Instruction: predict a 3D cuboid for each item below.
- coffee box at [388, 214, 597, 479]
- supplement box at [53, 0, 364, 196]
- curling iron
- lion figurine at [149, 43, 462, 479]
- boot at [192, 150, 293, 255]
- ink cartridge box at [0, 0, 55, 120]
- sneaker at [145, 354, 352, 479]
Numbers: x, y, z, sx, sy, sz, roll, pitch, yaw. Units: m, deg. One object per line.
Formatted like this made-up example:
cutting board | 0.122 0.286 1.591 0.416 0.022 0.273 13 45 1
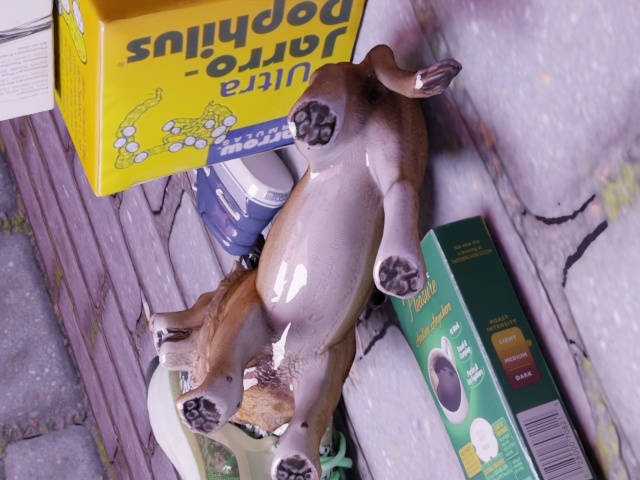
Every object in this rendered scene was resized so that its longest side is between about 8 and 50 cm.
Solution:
coffee box | 0.105 0.087 0.830 0.113 0.040 0.184 116 134 -65
supplement box | -0.132 -0.245 0.992 0.195 0.194 0.356 105 144 -56
curling iron | -0.007 0.028 1.090 0.274 0.035 0.068 14 81 64
lion figurine | 0.000 0.000 0.881 0.392 0.142 0.240 -58 8 30
boot | -0.097 -0.078 1.179 0.086 0.069 0.190 -56 48 32
ink cartridge box | -0.246 -0.196 0.913 0.203 0.086 0.148 107 142 -56
sneaker | -0.030 0.215 1.187 0.410 0.158 0.182 57 137 30
